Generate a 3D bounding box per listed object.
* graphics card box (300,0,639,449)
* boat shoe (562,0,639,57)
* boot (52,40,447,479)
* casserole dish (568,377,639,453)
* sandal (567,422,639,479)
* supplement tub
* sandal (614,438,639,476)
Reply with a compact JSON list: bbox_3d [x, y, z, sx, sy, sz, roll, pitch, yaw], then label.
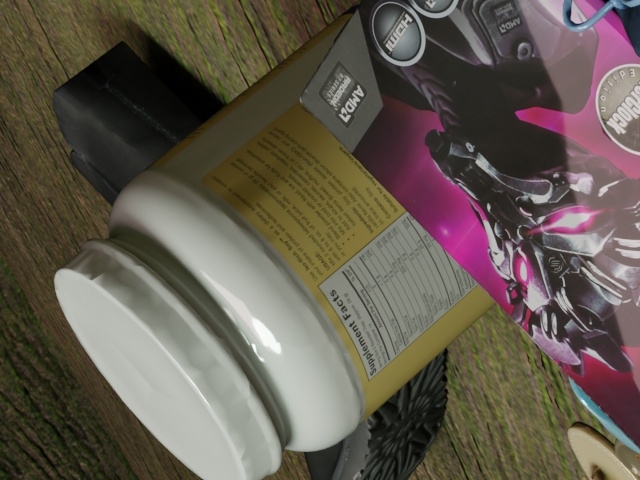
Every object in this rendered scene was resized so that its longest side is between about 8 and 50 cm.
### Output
[{"bbox_3d":[0.178,-0.044,1.160,0.371,0.094,0.233,48,138,10],"label":"graphics card box"},{"bbox_3d":[0.196,-0.130,0.998,0.258,0.089,0.109,36,168,2],"label":"boat shoe"},{"bbox_3d":[-0.080,0.051,1.916,0.445,0.146,0.367,38,148,21],"label":"boot"},{"bbox_3d":[0.241,0.097,1.476,0.114,0.037,0.188,38,156,32],"label":"casserole dish"},{"bbox_3d":[0.268,0.278,1.682,0.240,0.079,0.088,56,160,-15],"label":"sandal"},{"bbox_3d":[0.000,0.000,1.378,0.241,0.331,0.241,43,160,20],"label":"supplement tub"},{"bbox_3d":[0.290,0.195,1.528,0.180,0.049,0.072,14,140,59],"label":"sandal"}]
